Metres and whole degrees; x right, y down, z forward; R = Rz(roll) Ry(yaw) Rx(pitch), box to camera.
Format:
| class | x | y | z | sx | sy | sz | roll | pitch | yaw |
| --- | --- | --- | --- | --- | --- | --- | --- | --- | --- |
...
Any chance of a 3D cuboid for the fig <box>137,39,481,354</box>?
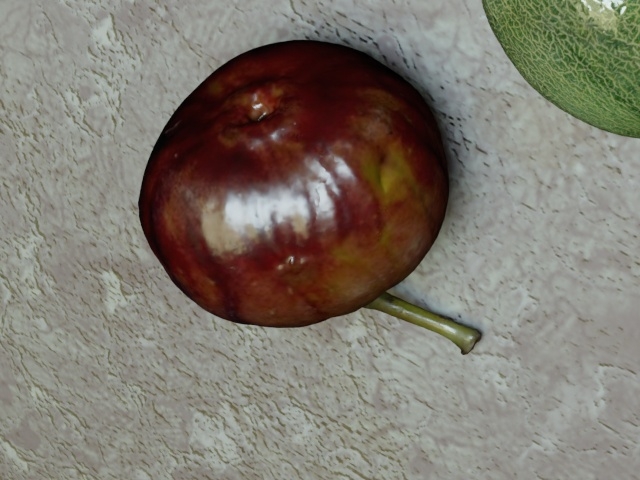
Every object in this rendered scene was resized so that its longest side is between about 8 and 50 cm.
| class | x | y | z | sx | sy | sz | roll | pitch | yaw |
| --- | --- | --- | --- | --- | --- | --- | --- | --- | --- |
| fig | -0.008 | -0.015 | 1.012 | 0.186 | 0.204 | 0.249 | 59 | 176 | 32 |

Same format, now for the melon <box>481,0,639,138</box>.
| class | x | y | z | sx | sy | sz | roll | pitch | yaw |
| --- | --- | --- | --- | --- | --- | --- | --- | --- | --- |
| melon | 0.164 | -0.142 | 0.836 | 0.192 | 0.139 | 0.139 | 47 | 130 | -4 |
